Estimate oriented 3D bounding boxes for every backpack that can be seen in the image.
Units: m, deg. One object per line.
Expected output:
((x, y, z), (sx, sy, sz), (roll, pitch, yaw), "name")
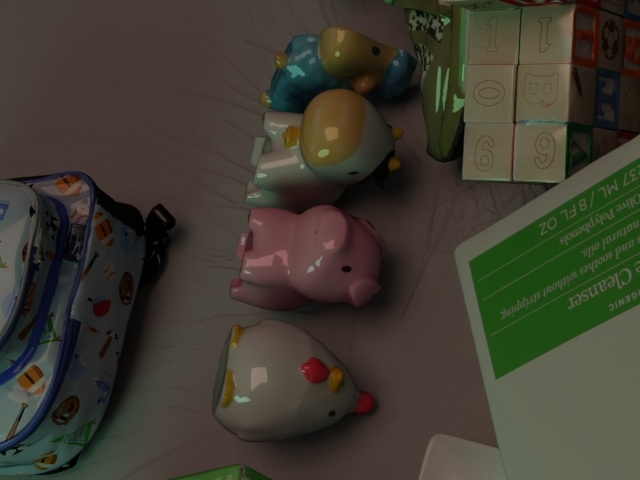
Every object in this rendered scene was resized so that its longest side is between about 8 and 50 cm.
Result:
((-0.294, 0.073, 1.264), (0.276, 0.213, 0.263), (-3, 77, 26), "backpack")

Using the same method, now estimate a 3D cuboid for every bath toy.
((0.000, 0.000, 1.174), (0.129, 0.151, 0.348), (13, 68, -9), "bath toy")

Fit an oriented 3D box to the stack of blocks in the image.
((0.169, -0.189, 1.053), (0.087, 0.171, 0.297), (5, 93, 36), "stack of blocks")

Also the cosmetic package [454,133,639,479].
((0.229, 0.138, 0.845), (0.197, 0.155, 0.365), (-35, 53, 38), "cosmetic package")

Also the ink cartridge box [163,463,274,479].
((-0.125, 0.268, 1.067), (0.273, 0.198, 0.115), (-16, 61, 23), "ink cartridge box")

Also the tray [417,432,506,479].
((0.176, 0.231, 0.982), (0.270, 0.030, 0.145), (10, 79, 36), "tray")

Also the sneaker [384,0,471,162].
((0.068, -0.268, 1.157), (0.182, 0.158, 0.410), (1, 101, 23), "sneaker")
